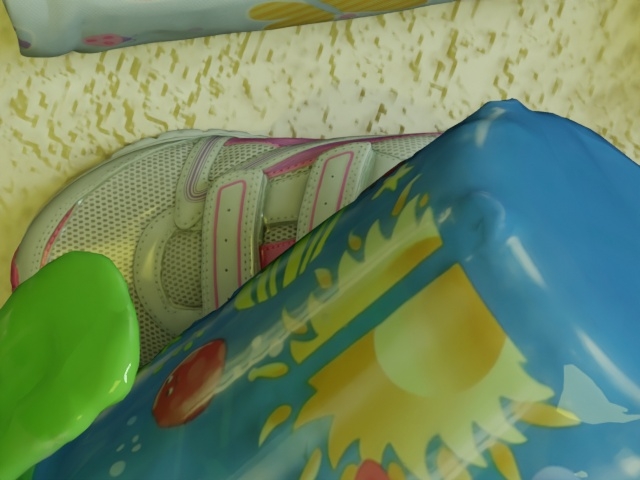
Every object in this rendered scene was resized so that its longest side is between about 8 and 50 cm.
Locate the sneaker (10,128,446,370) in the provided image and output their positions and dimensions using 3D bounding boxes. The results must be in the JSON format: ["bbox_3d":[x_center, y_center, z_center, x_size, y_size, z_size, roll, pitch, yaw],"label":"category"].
[{"bbox_3d":[0.000,0.000,0.772,0.252,0.111,0.103,-10,96,-4],"label":"sneaker"}]

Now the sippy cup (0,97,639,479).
[{"bbox_3d":[0.041,0.084,0.631,0.240,0.305,0.224,48,116,11],"label":"sippy cup"}]

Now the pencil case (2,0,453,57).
[{"bbox_3d":[-0.004,-0.147,0.758,0.273,0.113,0.124,-7,76,-5],"label":"pencil case"}]
